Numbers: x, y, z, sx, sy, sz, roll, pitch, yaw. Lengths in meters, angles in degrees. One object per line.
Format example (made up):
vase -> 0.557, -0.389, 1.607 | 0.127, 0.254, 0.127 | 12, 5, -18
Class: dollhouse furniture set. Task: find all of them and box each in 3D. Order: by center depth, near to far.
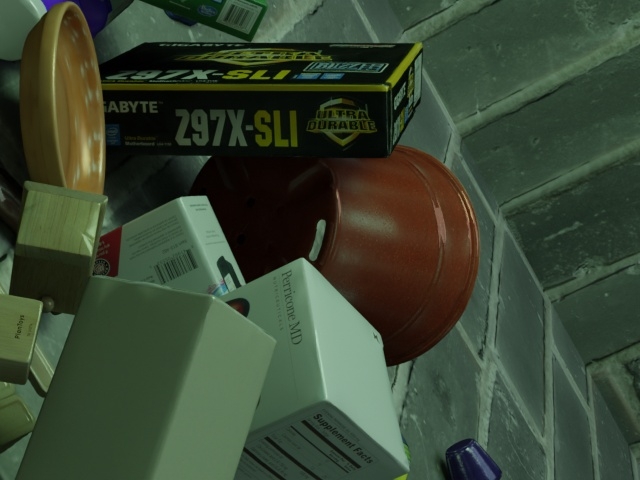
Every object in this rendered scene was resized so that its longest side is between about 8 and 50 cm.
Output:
dollhouse furniture set -> -0.232, 0.051, 0.862 | 0.144, 0.123, 0.151 | 11, 46, -10

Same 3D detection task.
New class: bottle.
bottle -> -0.261, -0.247, 1.269 | 0.118, 0.092, 0.283 | 53, 20, -14

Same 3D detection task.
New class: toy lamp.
toy lamp -> 0.261, 0.417, 1.861 | 0.275, 0.080, 0.080 | 62, 17, -3

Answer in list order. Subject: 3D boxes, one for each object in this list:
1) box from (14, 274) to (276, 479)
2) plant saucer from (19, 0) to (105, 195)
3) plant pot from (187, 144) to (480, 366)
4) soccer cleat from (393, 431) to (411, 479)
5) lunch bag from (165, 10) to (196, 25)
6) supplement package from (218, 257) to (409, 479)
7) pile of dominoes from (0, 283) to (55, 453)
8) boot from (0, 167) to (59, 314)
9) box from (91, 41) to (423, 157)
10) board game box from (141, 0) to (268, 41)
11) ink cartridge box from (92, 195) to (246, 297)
box -> -0.130, 0.168, 0.823 | 0.094, 0.113, 0.275 | 42, 62, -54
plant saucer -> -0.225, -0.107, 1.123 | 0.200, 0.037, 0.200 | -2, 90, -88
plant pot -> 0.000, 0.000, 1.440 | 0.265, 0.272, 0.272 | 14, 52, -57
soccer cleat -> 0.052, 0.288, 1.422 | 0.289, 0.093, 0.121 | -48, 118, -71
lunch bag -> -0.168, -0.330, 1.699 | 0.067, 0.065, 0.098 | 66, 18, 7
supplement package -> -0.075, 0.143, 1.002 | 0.134, 0.244, 0.139 | 46, 24, -45
pile of dominoes -> -0.295, 0.043, 0.900 | 0.251, 0.040, 0.196 | 56, 18, 4
boot -> -0.245, -0.003, 1.067 | 0.114, 0.037, 0.106 | 56, 6, -34
box -> -0.068, -0.150, 1.323 | 0.257, 0.322, 0.079 | -59, 149, -68
board game box -> -0.220, -0.309, 1.250 | 0.317, 0.046, 0.213 | 17, 29, -29
ink cartridge box -> -0.131, 0.065, 1.149 | 0.175, 0.127, 0.072 | 66, 15, 3
